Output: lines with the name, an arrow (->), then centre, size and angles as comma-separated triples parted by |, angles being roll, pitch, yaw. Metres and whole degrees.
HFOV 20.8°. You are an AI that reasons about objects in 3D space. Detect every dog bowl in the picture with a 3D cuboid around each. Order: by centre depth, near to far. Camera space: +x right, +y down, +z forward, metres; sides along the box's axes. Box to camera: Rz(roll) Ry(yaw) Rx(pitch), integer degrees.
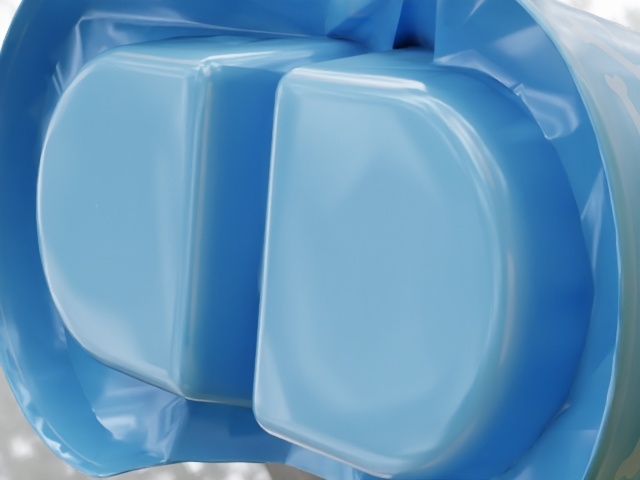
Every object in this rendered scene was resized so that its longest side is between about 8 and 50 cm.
dog bowl -> 0.000, 0.000, 0.501 | 0.074, 0.297, 0.166 | -1, -81, -37
